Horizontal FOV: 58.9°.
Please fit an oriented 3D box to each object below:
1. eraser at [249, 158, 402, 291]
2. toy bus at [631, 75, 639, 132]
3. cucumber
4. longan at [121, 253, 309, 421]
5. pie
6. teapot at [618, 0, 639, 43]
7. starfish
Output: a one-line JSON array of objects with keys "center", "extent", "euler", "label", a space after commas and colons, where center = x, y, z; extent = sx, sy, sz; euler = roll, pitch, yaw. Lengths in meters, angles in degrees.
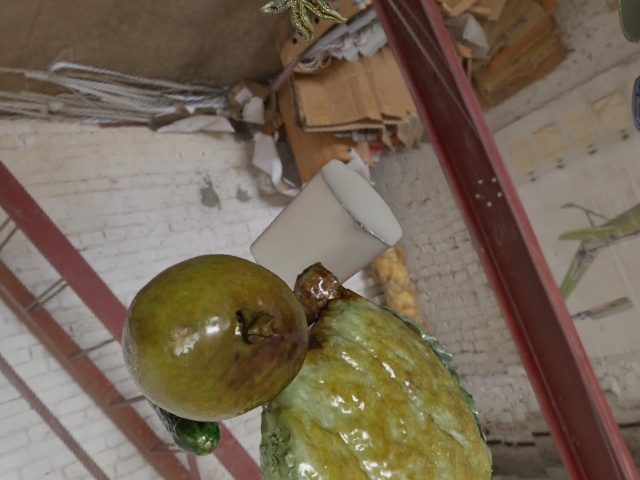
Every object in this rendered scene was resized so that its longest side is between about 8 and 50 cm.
[{"center": [0.000, 0.000, 1.016], "extent": [0.270, 0.174, 0.095], "euler": [-43, 179, 44], "label": "eraser"}, {"center": [0.434, -0.155, 0.613], "extent": [0.167, 0.073, 0.076], "euler": [-3, -160, 24], "label": "toy bus"}, {"center": [-0.198, 0.230, 0.802], "extent": [0.075, 0.074, 0.241], "euler": [-15, -158, -28], "label": "cucumber"}, {"center": [-0.083, 0.081, 0.484], "extent": [0.155, 0.145, 0.176], "euler": [-33, -168, -39], "label": "longan"}, {"center": [0.073, 0.268, 0.809], "extent": [0.180, 0.395, 0.418], "euler": [-45, -159, 29], "label": "pie"}, {"center": [0.348, -0.250, 0.461], "extent": [0.149, 0.239, 0.162], "euler": [4, 137, 10], "label": "teapot"}, {"center": [-0.019, -0.458, 1.033], "extent": [0.176, 0.053, 0.208], "euler": [-44, 153, 14], "label": "starfish"}]
